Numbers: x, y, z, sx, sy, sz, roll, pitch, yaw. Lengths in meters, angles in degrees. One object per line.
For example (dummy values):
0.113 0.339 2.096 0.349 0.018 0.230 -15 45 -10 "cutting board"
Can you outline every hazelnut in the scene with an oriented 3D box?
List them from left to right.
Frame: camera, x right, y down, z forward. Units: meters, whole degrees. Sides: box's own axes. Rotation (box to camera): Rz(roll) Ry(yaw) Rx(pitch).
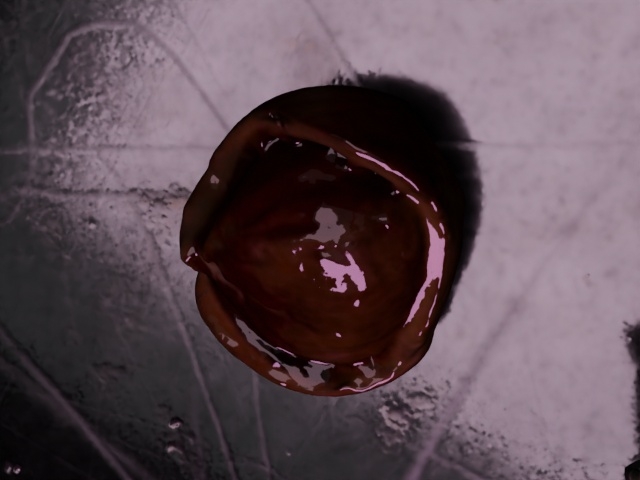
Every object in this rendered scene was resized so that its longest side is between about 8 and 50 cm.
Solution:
0.008 0.001 1.069 0.170 0.160 0.202 14 105 35 "hazelnut"

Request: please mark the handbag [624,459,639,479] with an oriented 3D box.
0.293 0.230 0.984 0.240 0.340 0.247 21 99 24 "handbag"
